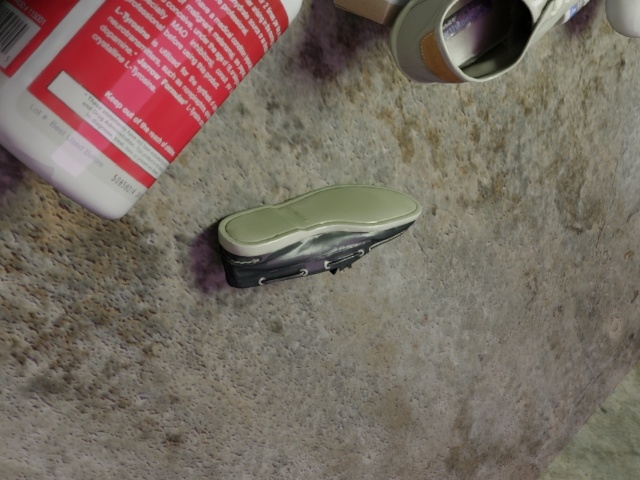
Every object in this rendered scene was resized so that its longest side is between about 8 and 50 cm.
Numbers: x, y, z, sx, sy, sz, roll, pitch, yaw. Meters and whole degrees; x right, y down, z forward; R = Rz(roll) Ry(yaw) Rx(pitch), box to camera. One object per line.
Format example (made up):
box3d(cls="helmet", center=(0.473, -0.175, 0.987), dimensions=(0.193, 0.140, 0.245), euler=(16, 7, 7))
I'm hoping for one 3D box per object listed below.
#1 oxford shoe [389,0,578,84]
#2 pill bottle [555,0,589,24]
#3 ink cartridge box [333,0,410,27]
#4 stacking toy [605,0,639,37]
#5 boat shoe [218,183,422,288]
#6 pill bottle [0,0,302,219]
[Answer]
box3d(cls="oxford shoe", center=(0.288, -0.348, 1.119), dimensions=(0.449, 0.130, 0.169), euler=(-40, 120, -2))
box3d(cls="pill bottle", center=(0.422, -0.427, 1.468), dimensions=(0.137, 0.078, 0.078), euler=(-41, 140, -13))
box3d(cls="ink cartridge box", center=(0.139, -0.399, 1.184), dimensions=(0.193, 0.088, 0.234), euler=(-9, 125, -53))
box3d(cls="stacking toy", center=(0.592, -0.488, 1.326), dimensions=(0.350, 0.350, 0.480), euler=(-25, 159, -30))
box3d(cls="boat shoe", center=(0.002, 0.002, 1.341), dimensions=(0.340, 0.127, 0.113), euler=(-17, 130, -34))
box3d(cls="pill bottle", center=(-0.168, -0.240, 0.913), dimensions=(0.407, 0.229, 0.229), euler=(-50, 141, -3))
